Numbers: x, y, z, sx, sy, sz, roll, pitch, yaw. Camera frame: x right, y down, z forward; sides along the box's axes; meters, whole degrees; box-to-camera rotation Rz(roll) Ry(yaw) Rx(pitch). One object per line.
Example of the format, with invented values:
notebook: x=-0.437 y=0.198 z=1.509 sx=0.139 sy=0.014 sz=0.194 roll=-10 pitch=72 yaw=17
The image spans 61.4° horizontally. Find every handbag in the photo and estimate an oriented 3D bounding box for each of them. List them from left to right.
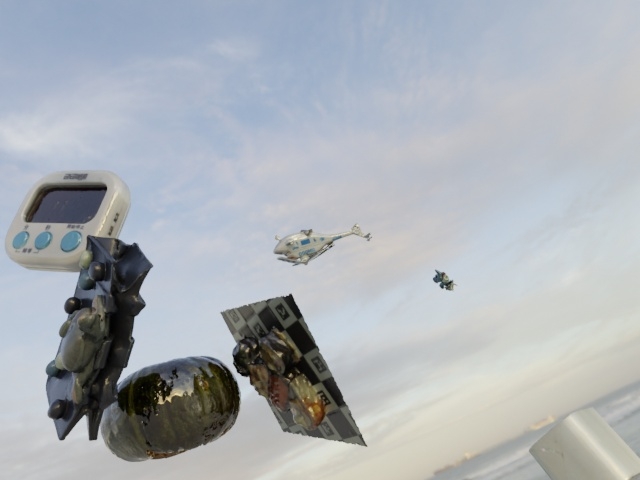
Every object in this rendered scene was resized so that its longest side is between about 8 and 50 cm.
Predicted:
handbag: x=-0.405 y=0.164 z=0.959 sx=0.119 sy=0.269 sz=0.325 roll=15 pitch=-86 yaw=-32

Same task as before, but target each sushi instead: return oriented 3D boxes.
sushi: x=-0.096 y=0.291 z=1.123 sx=0.069 sy=0.339 sz=0.320 roll=-31 pitch=8 yaw=-37

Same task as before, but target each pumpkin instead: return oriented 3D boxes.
pumpkin: x=-0.320 y=0.367 z=1.181 sx=0.321 sy=0.192 sz=0.320 roll=-14 pitch=-19 yaw=-5

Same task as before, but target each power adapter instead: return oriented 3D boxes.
power adapter: x=0.495 y=0.417 z=0.947 sx=0.130 sy=0.204 sz=0.125 roll=12 pitch=-57 yaw=-42

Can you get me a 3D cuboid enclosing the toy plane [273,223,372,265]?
toy plane: x=0.003 y=-0.003 z=1.513 sx=0.273 sy=0.107 sz=0.182 roll=-21 pitch=-7 yaw=4

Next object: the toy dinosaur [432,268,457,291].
toy dinosaur: x=0.362 y=0.115 z=1.577 sx=0.030 sy=0.083 sz=0.047 roll=-45 pitch=-2 yaw=-30

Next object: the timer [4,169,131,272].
timer: x=-0.543 y=-0.042 z=1.175 sx=0.262 sy=0.236 sz=0.087 roll=2 pitch=-30 yaw=19
